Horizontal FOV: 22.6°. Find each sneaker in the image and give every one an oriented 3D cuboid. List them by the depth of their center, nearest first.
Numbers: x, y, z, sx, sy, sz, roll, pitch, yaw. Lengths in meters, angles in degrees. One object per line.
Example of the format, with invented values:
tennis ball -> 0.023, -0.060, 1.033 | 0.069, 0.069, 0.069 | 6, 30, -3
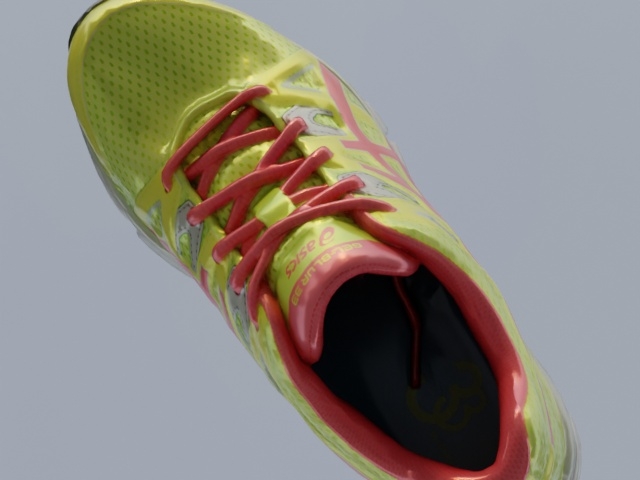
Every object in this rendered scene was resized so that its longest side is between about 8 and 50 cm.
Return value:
sneaker -> 0.000, 0.000, 0.459 | 0.081, 0.094, 0.208 | -44, -101, 0
